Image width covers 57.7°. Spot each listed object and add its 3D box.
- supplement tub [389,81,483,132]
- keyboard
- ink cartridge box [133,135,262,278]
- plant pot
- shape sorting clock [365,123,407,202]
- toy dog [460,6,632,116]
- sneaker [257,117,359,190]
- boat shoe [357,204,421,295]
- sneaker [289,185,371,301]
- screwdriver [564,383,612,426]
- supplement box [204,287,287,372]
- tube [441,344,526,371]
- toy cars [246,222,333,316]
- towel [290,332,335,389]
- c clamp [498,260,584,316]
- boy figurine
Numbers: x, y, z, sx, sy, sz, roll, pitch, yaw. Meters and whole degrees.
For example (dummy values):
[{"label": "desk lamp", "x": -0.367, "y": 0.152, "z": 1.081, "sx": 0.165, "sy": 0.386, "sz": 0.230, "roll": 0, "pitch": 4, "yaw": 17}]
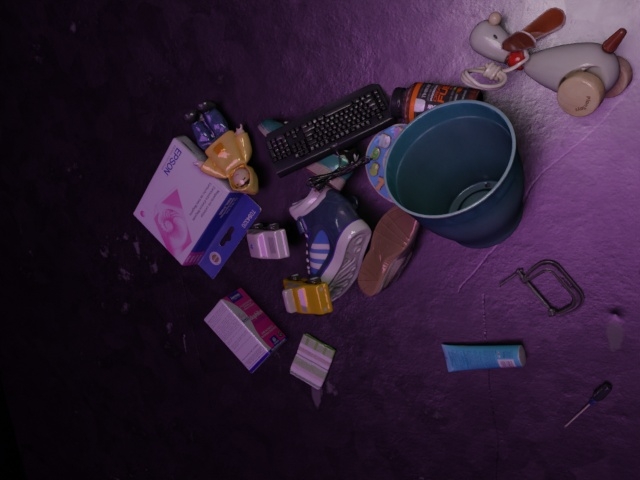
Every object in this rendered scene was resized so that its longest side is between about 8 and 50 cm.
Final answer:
[{"label": "supplement tub", "x": 0.261, "y": -0.303, "z": 1.323, "sx": 0.198, "sy": 0.106, "sz": 0.106, "roll": 13, "pitch": 112, "yaw": 23}, {"label": "keyboard", "x": 0.030, "y": -0.237, "z": 1.409, "sx": 0.317, "sy": 0.033, "sz": 0.201, "roll": -25, "pitch": 77, "yaw": 7}, {"label": "ink cartridge box", "x": -0.382, "y": -0.088, "z": 1.754, "sx": 0.330, "sy": 0.071, "sz": 0.324, "roll": 44, "pitch": 120, "yaw": 10}, {"label": "plant pot", "x": 0.313, "y": -0.115, "z": 1.244, "sx": 0.272, "sy": 0.255, "sz": 0.271, "roll": -16, "pitch": 57, "yaw": 27}, {"label": "shape sorting clock", "x": 0.205, "y": -0.184, "z": 1.429, "sx": 0.206, "sy": 0.040, "sz": 0.206, "roll": 9, "pitch": 110, "yaw": 25}, {"label": "toy dog", "x": 0.461, "y": -0.383, "z": 1.150, "sx": 0.334, "sy": 0.220, "sz": 0.160, "roll": 20, "pitch": 137, "yaw": 11}, {"label": "sneaker", "x": -0.028, "y": -0.251, "z": 1.503, "sx": 0.302, "sy": 0.108, "sz": 0.121, "roll": 37, "pitch": 92, "yaw": 23}, {"label": "boat shoe", "x": 0.187, "y": 0.020, "z": 1.478, "sx": 0.103, "sy": 0.092, "sz": 0.285, "roll": 43, "pitch": 125, "yaw": 32}, {"label": "sneaker", "x": 0.000, "y": 0.000, "z": 1.569, "sx": 0.236, "sy": 0.130, "sz": 0.322, "roll": 48, "pitch": 137, "yaw": 28}, {"label": "screwdriver", "x": 0.646, "y": 0.406, "z": 1.405, "sx": 0.025, "sy": 0.024, "sz": 0.169, "roll": 51, "pitch": 128, "yaw": 38}, {"label": "supplement box", "x": -0.227, "y": 0.270, "z": 1.764, "sx": 0.220, "sy": 0.111, "sz": 0.114, "roll": 45, "pitch": 121, "yaw": 7}, {"label": "tube", "x": 0.412, "y": 0.298, "z": 1.479, "sx": 0.207, "sy": 0.052, "sz": 0.080, "roll": -10, "pitch": 97, "yaw": 35}, {"label": "toy cars", "x": -0.112, "y": 0.079, "z": 1.571, "sx": 0.393, "sy": 0.087, "sz": 0.176, "roll": 50, "pitch": 141, "yaw": 31}, {"label": "towel", "x": -0.023, "y": 0.362, "z": 1.744, "sx": 0.113, "sy": 0.023, "sz": 0.151, "roll": 27, "pitch": 115, "yaw": 15}, {"label": "c clamp", "x": 0.530, "y": 0.119, "z": 1.374, "sx": 0.160, "sy": 0.022, "sz": 0.137, "roll": 46, "pitch": 116, "yaw": 9}, {"label": "boy figurine", "x": -0.272, "y": -0.241, "z": 1.617, "sx": 0.177, "sy": 0.092, "sz": 0.285, "roll": -31, "pitch": 86, "yaw": 8}]
